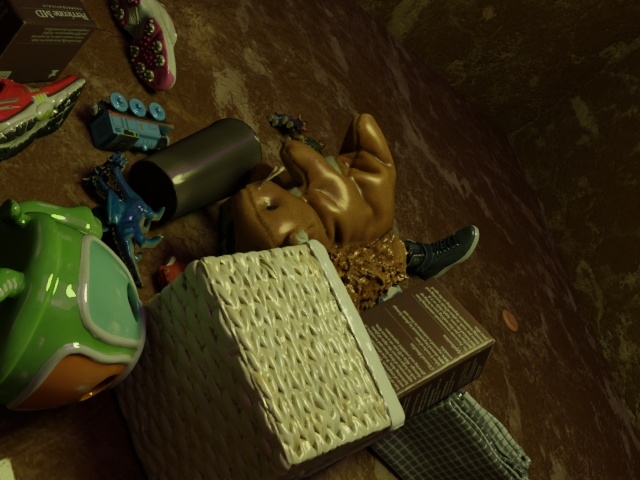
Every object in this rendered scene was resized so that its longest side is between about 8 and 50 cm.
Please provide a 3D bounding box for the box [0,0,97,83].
[{"bbox_3d":[-0.556,-0.415,1.214,0.203,0.167,0.168,56,30,4],"label":"box"}]

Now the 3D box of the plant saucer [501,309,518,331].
[{"bbox_3d":[0.654,0.276,2.317,0.083,0.013,0.083,34,35,-28],"label":"plant saucer"}]

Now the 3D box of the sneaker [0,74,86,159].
[{"bbox_3d":[-0.513,-0.247,1.173,0.118,0.107,0.279,38,30,-7],"label":"sneaker"}]

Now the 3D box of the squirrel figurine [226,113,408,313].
[{"bbox_3d":[0.000,0.000,1.295,0.396,0.281,0.370,63,32,-7],"label":"squirrel figurine"}]

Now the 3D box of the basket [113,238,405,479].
[{"bbox_3d":[-0.113,0.219,1.029,0.266,0.328,0.331,-6,65,-51],"label":"basket"}]

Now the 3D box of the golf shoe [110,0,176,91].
[{"bbox_3d":[-0.380,-0.472,1.573,0.140,0.115,0.306,8,54,-55],"label":"golf shoe"}]

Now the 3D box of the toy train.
[{"bbox_3d":[-0.380,-0.229,1.361,0.184,0.080,0.105,4,65,-55],"label":"toy train"}]

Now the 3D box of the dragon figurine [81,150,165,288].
[{"bbox_3d":[-0.357,-0.032,1.177,0.144,0.085,0.289,32,36,-32],"label":"dragon figurine"}]

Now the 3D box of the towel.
[{"bbox_3d":[0.264,0.436,1.408,0.283,0.235,0.121,47,37,-11],"label":"towel"}]

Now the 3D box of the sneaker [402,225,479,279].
[{"bbox_3d":[0.334,0.021,1.936,0.163,0.226,0.086,24,34,-35],"label":"sneaker"}]

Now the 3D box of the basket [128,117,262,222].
[{"bbox_3d":[-0.254,-0.133,1.340,0.154,0.204,0.227,54,40,0],"label":"basket"}]

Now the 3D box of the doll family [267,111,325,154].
[{"bbox_3d":[-0.062,-0.299,1.866,0.111,0.076,0.193,-13,66,-52],"label":"doll family"}]

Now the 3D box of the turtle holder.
[{"bbox_3d":[-0.375,0.088,0.917,0.227,0.243,0.320,29,4,-37],"label":"turtle holder"}]

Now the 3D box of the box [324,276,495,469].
[{"bbox_3d":[0.117,0.241,1.271,0.382,0.143,0.191,-22,52,-24],"label":"box"}]

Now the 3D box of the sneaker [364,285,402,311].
[{"bbox_3d":[0.157,0.190,1.631,0.131,0.112,0.296,51,32,-8],"label":"sneaker"}]

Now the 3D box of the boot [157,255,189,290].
[{"bbox_3d":[-0.267,0.088,1.213,0.085,0.059,0.158,40,24,-16],"label":"boot"}]

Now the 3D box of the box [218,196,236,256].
[{"bbox_3d":[-0.112,0.072,1.434,0.232,0.058,0.321,32,35,-33],"label":"box"}]
